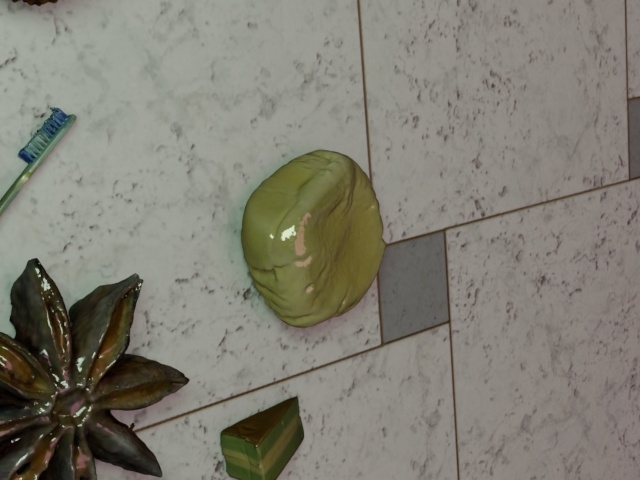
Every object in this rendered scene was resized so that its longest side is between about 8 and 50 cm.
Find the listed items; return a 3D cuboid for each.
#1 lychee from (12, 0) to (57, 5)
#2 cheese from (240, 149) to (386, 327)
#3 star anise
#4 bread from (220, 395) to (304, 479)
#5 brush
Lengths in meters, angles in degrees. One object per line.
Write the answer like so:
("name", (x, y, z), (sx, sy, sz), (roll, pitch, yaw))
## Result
("lychee", (-0.278, -0.356, 1.080), (0.200, 0.200, 0.238), (11, 97, -41))
("cheese", (0.000, 0.000, 1.423), (0.226, 0.117, 0.214), (-46, 129, -32))
("star anise", (-0.299, 0.178, 1.186), (0.332, 0.118, 0.331), (0, 90, -34))
("bread", (-0.053, 0.268, 1.429), (0.139, 0.084, 0.074), (-19, 107, -39))
("brush", (-0.330, -0.076, 1.177), (0.030, 0.033, 0.178), (44, 67, -29))
